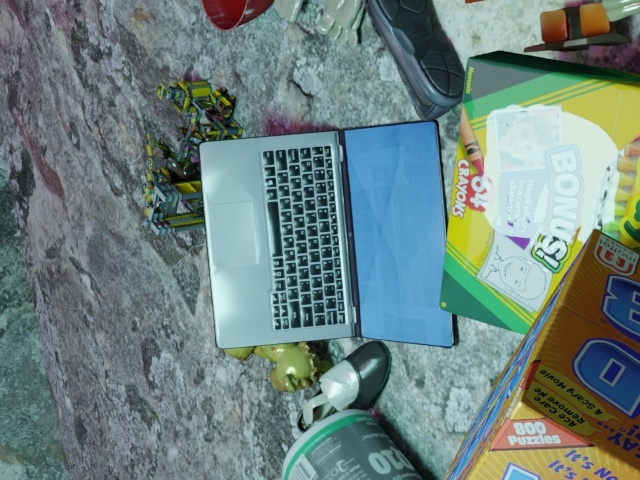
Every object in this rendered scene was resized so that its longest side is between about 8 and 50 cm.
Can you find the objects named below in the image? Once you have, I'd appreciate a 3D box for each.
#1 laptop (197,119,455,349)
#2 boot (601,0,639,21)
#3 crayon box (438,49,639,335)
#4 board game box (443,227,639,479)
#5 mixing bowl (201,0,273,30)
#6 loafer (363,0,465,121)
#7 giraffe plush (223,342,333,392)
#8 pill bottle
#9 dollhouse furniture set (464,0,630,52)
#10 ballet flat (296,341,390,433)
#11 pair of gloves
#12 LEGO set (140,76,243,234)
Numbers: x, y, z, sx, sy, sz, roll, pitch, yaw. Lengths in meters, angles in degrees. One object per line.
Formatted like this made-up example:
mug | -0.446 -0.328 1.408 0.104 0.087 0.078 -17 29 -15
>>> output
laptop | 0.000 0.000 2.013 0.236 0.407 0.382 -126 31 -86
boot | 0.430 -0.404 1.416 0.262 0.095 0.203 -26 104 19
crayon box | 0.333 -0.045 1.539 0.313 0.106 0.363 16 113 31
board game box | 0.358 0.281 1.357 0.356 0.356 0.357 30 129 7
mixing bowl | -0.145 -0.493 2.206 0.181 0.098 0.182 18 113 50
loafer | 0.129 -0.330 1.862 0.095 0.109 0.303 -45 65 54
giraffe plush | -0.064 0.213 2.221 0.170 0.181 0.210 57 157 12
pill bottle | 0.105 0.483 2.008 0.361 0.204 0.204 49 135 36
dollhouse furniture set | 0.288 -0.387 1.592 0.259 0.135 0.262 4 101 54
ballet flat | 0.034 0.288 2.152 0.095 0.096 0.280 60 140 27
pair of gloves | 0.008 -0.468 2.049 0.240 0.042 0.204 36 123 42
LEGO set | -0.310 -0.171 2.436 0.255 0.192 0.331 54 137 32
